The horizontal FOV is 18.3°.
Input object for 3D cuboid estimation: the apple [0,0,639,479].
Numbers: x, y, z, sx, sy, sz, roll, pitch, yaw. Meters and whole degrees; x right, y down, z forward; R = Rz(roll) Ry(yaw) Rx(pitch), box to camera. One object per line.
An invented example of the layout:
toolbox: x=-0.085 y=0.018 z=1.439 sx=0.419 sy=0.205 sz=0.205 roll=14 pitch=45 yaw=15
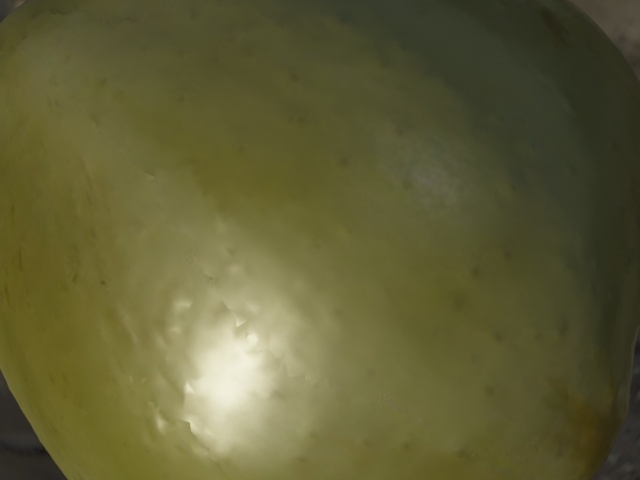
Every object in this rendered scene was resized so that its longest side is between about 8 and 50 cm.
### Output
apple: x=0.000 y=0.000 z=0.537 sx=0.200 sy=0.200 sz=0.200 roll=0 pitch=75 yaw=-1
